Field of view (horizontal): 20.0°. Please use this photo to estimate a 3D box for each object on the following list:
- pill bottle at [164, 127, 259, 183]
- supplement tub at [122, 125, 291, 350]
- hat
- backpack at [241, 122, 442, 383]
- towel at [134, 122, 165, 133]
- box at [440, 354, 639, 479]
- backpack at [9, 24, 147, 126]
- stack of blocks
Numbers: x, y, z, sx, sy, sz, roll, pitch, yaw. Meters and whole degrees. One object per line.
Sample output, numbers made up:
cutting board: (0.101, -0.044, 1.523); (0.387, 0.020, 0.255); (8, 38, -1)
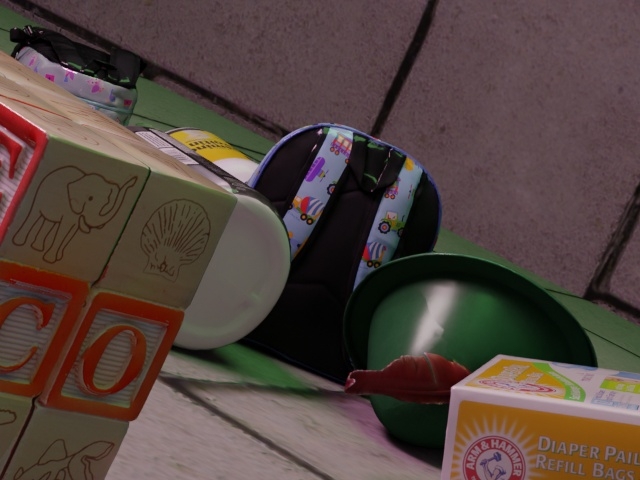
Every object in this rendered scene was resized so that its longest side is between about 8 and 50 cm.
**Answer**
pill bottle: (-0.090, -0.029, 1.562); (0.103, 0.103, 0.184); (21, 7, -29)
supplement tub: (-0.112, -0.009, 1.244); (0.117, 0.117, 0.190); (20, 7, -36)
hat: (0.071, 0.124, 1.184); (0.208, 0.173, 0.183); (37, 42, -15)
backpack: (0.000, 0.000, 1.334); (0.158, 0.173, 0.117); (23, 6, -11)
towel: (-0.124, -0.060, 1.882); (0.187, 0.049, 0.282); (31, 5, -7)
box: (0.131, 0.126, 0.972); (0.114, 0.103, 0.203); (7, 3, 11)
backpack: (-0.257, -0.153, 1.925); (0.152, 0.115, 0.182); (10, 12, -19)
stack of blocks: (-0.183, -0.005, 0.677); (0.297, 0.171, 0.087); (31, 9, 41)
